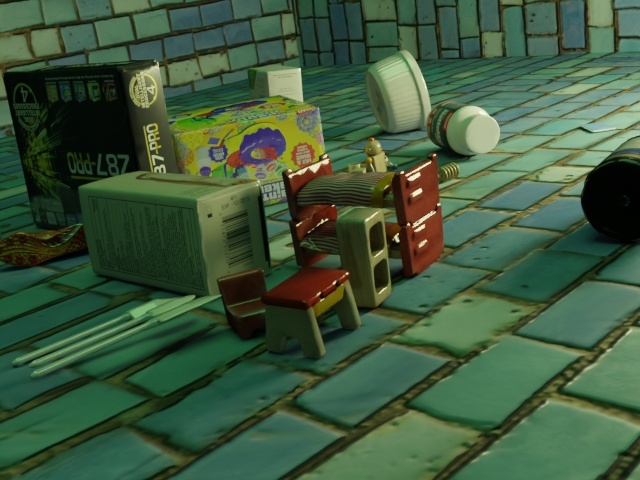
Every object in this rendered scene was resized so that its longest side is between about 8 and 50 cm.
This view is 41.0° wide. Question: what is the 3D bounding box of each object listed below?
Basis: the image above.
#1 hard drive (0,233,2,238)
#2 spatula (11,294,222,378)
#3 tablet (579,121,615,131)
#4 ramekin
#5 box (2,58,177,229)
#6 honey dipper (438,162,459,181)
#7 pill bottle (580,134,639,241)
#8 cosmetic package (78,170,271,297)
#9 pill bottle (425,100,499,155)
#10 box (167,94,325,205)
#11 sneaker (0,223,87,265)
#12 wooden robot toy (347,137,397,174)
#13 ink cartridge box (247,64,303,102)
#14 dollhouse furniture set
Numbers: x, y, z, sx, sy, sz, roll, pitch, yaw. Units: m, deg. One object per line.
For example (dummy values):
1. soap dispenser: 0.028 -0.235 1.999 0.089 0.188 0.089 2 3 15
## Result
1. hard drive: -0.835 0.013 1.662 0.353 0.047 0.233 -20 21 -36
2. spatula: -0.258 0.115 1.071 0.242 0.019 0.168 -24 12 -28
3. tablet: 0.624 -0.255 1.928 0.054 0.006 0.083 -8 18 -1
4. ramekin: 0.193 -0.372 2.188 0.109 0.207 0.207 -20 18 -7
5. box: -0.432 -0.172 1.614 0.394 0.319 0.097 8 24 40
6. honey dipper: 0.197 -0.113 1.626 0.160 0.031 0.030 -21 21 -31
7. pill bottle: 0.471 -0.087 1.252 0.122 0.123 0.219 4 20 34
8. cosmetic package: -0.226 -0.017 1.306 0.296 0.153 0.129 9 22 41
9. pill bottle: 0.310 -0.242 1.856 0.107 0.108 0.180 -12 17 -14
10. box: -0.168 -0.177 1.753 0.289 0.177 0.279 -14 19 -17
11. sneaker: -0.485 0.012 1.511 0.175 0.064 0.067 -9 -4 -19
12. wooden robot toy: 0.098 -0.173 1.780 0.076 0.079 0.173 3 20 32
13. ink cartridge box: -0.105 -0.309 2.082 0.092 0.220 0.160 -11 18 -19
14. dollhouse furniture set: 0.000 0.000 1.134 0.201 0.152 0.374 3 20 32
